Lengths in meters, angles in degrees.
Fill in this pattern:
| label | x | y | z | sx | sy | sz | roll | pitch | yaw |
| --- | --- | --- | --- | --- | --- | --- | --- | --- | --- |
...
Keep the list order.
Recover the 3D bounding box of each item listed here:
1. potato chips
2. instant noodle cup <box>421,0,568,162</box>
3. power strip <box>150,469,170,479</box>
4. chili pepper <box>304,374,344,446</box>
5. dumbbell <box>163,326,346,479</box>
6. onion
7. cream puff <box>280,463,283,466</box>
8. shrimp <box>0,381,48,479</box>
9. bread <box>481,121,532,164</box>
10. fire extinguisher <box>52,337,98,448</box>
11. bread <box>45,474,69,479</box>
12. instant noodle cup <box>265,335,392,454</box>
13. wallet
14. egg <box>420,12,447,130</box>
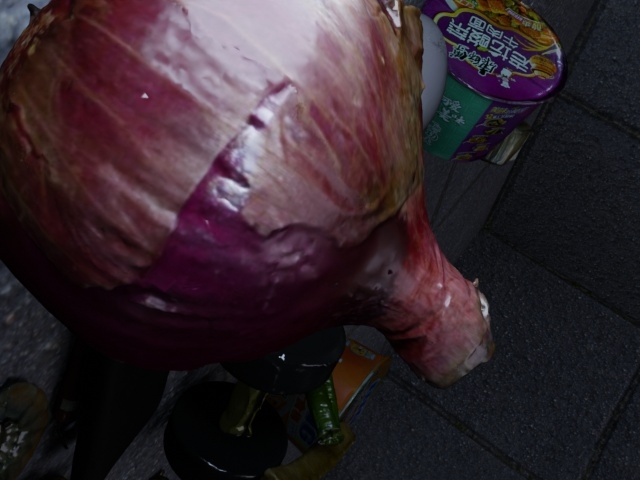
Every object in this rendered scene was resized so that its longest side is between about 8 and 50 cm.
| label | x | y | z | sx | sy | sz | roll | pitch | yaw |
| --- | --- | --- | --- | --- | --- | --- | --- | --- | --- |
| potato chips | -0.020 | 0.381 | 1.241 | 0.080 | 0.057 | 0.407 | -51 | 164 | 9 |
| instant noodle cup | 0.245 | -0.260 | 1.203 | 0.251 | 0.251 | 0.190 | -46 | 171 | -33 |
| power strip | -0.368 | 0.558 | 1.343 | 0.305 | 0.044 | 0.064 | -53 | 165 | -10 |
| chili pepper | -0.010 | 0.189 | 1.325 | 0.076 | 0.359 | 0.085 | -19 | 146 | 16 |
| dumbbell | -0.111 | 0.232 | 1.157 | 0.204 | 0.203 | 0.322 | -32 | 152 | -57 |
| onion | -0.035 | -0.030 | 0.532 | 0.348 | 0.385 | 0.348 | -52 | -179 | 1 |
| cream puff | -0.204 | 0.559 | 1.642 | 0.195 | 0.194 | 0.221 | -65 | 174 | 30 |
| shrimp | -0.346 | 0.219 | 0.722 | 0.217 | 0.051 | 0.150 | -46 | 160 | -57 |
| bread | 0.346 | -0.245 | 1.587 | 0.110 | 0.192 | 0.210 | -60 | 165 | 23 |
| fire extinguisher | -0.275 | 0.159 | 0.839 | 0.049 | 0.035 | 0.173 | -85 | -161 | -62 |
| bread | -0.338 | 0.484 | 0.945 | 0.277 | 0.167 | 0.324 | -47 | 146 | -26 |
| instant noodle cup | -0.013 | 0.307 | 1.583 | 0.296 | 0.214 | 0.296 | -49 | 163 | -21 |
| wallet | -0.215 | 0.131 | 0.872 | 0.197 | 0.051 | 0.378 | -58 | 172 | -56 |
| egg | 0.092 | -0.209 | 0.978 | 0.199 | 0.146 | 0.146 | -63 | 165 | -2 |
